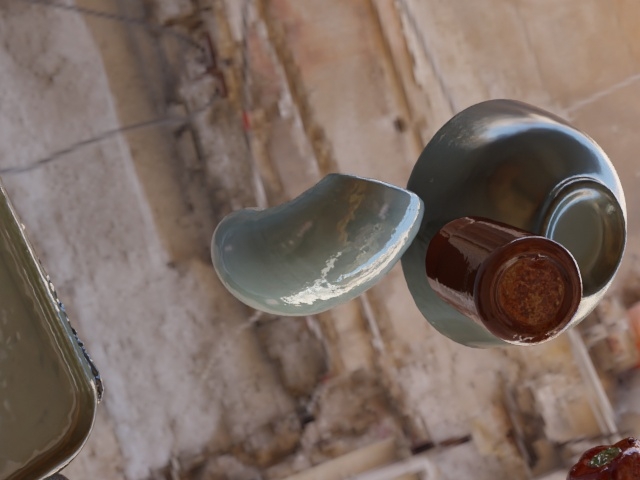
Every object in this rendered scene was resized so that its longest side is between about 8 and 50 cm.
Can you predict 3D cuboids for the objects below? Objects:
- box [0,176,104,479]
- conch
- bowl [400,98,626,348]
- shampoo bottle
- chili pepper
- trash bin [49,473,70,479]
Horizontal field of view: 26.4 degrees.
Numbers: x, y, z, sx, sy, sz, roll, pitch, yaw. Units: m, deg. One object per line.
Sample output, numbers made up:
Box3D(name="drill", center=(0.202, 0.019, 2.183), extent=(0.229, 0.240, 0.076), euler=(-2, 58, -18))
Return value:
Box3D(name="box", center=(-0.238, 0.007, 0.706), extent=(0.178, 0.138, 0.274), euler=(24, -41, 48))
Box3D(name="conch", center=(0.001, 0.005, 1.306), extent=(0.221, 0.185, 0.121), euler=(-19, -90, 47))
Box3D(name="bowl", center=(0.241, -0.010, 1.500), extent=(0.146, 0.289, 0.289), euler=(12, -65, 53))
Box3D(name="shampoo bottle", center=(0.131, 0.021, 1.085), extent=(0.244, 0.085, 0.085), euler=(-132, -150, -79))
Box3D(name="chili pepper", center=(0.229, 0.195, 0.951), extent=(0.123, 0.073, 0.070), euler=(51, 5, 6))
Box3D(name="trash bin", center=(-0.225, 0.302, 0.797), extent=(0.252, 0.301, 0.203), euler=(48, 3, -7))
